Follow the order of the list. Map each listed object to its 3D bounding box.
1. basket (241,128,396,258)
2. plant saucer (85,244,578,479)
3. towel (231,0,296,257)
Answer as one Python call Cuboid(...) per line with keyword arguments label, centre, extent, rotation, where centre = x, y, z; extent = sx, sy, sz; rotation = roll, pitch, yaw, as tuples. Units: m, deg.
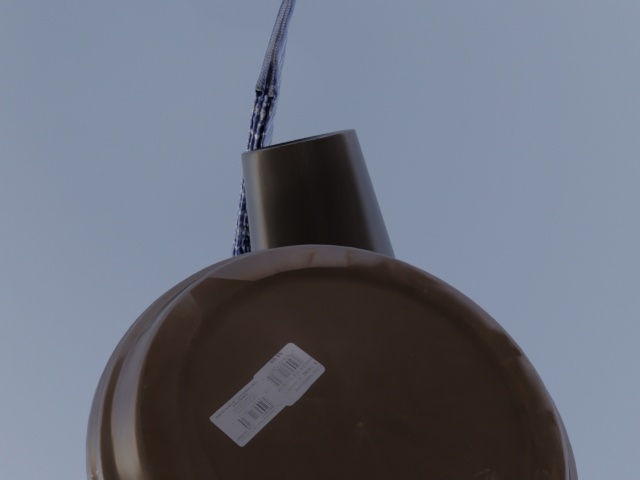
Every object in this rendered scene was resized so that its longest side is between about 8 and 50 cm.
Cuboid(label="basket", centre=(0.000, 0.000, 0.897), extent=(0.154, 0.204, 0.226), rotation=(-4, -79, 42))
Cuboid(label="plant saucer", centre=(0.017, 0.101, 0.443), extent=(0.278, 0.277, 0.041), rotation=(13, -45, -6))
Cuboid(label="towel", centre=(-0.075, -0.154, 1.169), extent=(0.040, 0.243, 0.336), rotation=(11, -43, -3))
